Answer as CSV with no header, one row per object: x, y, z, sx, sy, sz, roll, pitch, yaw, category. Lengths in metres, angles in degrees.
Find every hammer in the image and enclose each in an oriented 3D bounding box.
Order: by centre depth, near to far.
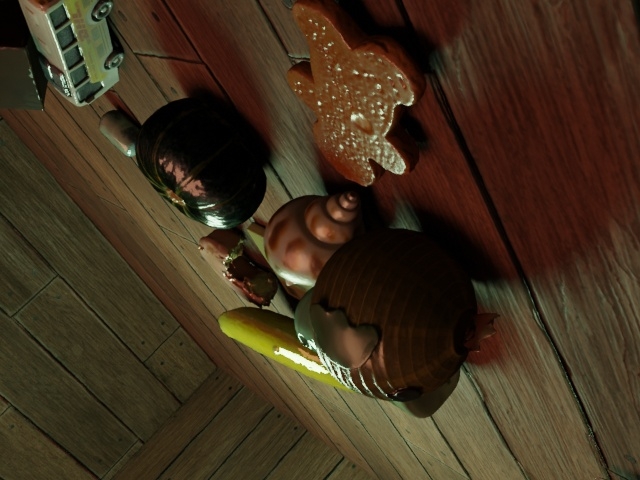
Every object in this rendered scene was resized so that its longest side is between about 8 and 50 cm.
-0.465,-0.239,1.864,0.116,0.069,0.194,42,170,5,hammer

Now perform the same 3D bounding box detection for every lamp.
0.125,0.106,1.087,0.284,0.250,0.250,7,141,39,lamp

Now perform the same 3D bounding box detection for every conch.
0.000,-0.001,1.247,0.275,0.182,0.149,166,101,-67,conch

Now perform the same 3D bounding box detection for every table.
-0.604,-0.376,1.447,0.169,0.193,0.172,2,148,-6,table

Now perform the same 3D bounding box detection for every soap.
-0.031,0.267,1.881,0.427,0.115,0.306,18,163,38,soap

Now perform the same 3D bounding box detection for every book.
-0.063,0.065,1.718,0.161,0.026,0.231,25,154,43,book

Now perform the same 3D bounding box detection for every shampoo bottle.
0.088,0.189,1.471,0.349,0.151,0.222,26,157,46,shampoo bottle

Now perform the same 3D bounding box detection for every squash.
-0.211,-0.134,1.378,0.252,0.165,0.252,36,162,13,squash

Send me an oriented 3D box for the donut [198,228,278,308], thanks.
-0.204,0.060,1.913,0.199,0.085,0.233,15,147,55,donut

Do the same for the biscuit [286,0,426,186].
0.043,-0.167,0.951,0.205,0.049,0.324,39,161,19,biscuit

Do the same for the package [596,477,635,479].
0.573,0.473,1.209,0.251,0.062,0.204,8,142,55,package

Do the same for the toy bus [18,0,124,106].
-0.444,-0.371,1.397,0.097,0.138,0.342,40,160,7,toy bus
